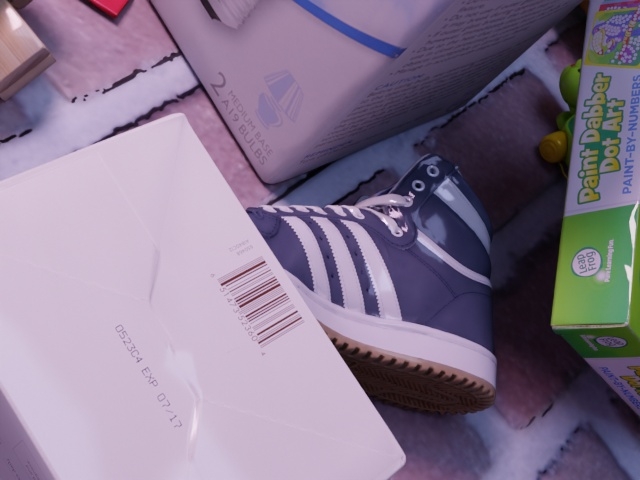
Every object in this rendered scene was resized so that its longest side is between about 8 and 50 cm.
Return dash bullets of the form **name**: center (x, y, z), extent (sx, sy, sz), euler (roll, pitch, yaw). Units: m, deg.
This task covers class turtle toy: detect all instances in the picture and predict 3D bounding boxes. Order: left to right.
- **turtle toy**: center (0.235, -0.087, 0.920), extent (0.095, 0.066, 0.130), euler (-22, 78, -37)

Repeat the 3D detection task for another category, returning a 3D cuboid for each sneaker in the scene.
- **sneaker**: center (0.000, 0.000, 0.708), extent (0.282, 0.099, 0.153), euler (24, 60, -27)

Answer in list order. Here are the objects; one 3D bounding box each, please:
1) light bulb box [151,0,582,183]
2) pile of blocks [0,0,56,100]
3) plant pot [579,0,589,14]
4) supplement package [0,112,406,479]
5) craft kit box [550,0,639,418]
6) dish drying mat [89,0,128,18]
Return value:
- **light bulb box**: center (0.035, -0.290, 0.717), extent (0.225, 0.361, 0.358), euler (-27, 81, -38)
- **pile of blocks**: center (-0.250, -0.084, 0.570), extent (0.112, 0.149, 0.362), euler (50, 51, 1)
- **plant pot**: center (0.323, -0.221, 0.976), extent (0.205, 0.205, 0.188), euler (-33, 100, -39)
- **supplement package**: center (-0.108, 0.086, 0.533), extent (0.149, 0.203, 0.194), euler (-28, 82, -39)
- **craft kit box**: center (0.244, -0.008, 0.796), extent (0.246, 0.061, 0.250), euler (37, 57, -46)
- **dish drying mat**: center (-0.170, -0.186, 0.763), extent (0.083, 0.008, 0.032), euler (34, 52, -11)
